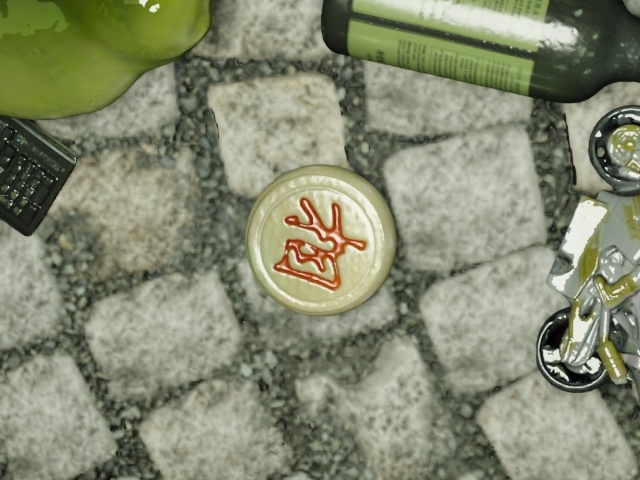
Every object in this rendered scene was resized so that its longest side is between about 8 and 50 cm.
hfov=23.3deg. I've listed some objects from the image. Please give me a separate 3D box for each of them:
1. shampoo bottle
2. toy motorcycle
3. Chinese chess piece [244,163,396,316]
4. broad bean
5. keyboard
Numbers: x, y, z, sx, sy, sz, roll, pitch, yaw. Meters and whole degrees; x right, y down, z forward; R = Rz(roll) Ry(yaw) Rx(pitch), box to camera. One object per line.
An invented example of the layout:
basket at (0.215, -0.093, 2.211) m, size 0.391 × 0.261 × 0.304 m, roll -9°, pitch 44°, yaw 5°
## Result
shampoo bottle at (0.147, -0.160, 1.161) m, size 0.283 × 0.101 × 0.101 m, roll 14°, pitch 99°, yaw 11°
toy motorcycle at (0.254, 0.018, 1.171) m, size 0.152 × 0.073 × 0.225 m, roll 16°, pitch 92°, yaw 17°
Chinese chess piece at (0.000, 0.000, 1.237) m, size 0.122 × 0.051 × 0.122 m, roll 1°, pitch 96°, yaw 12°
broad bean at (-0.217, -0.212, 1.225) m, size 0.291 × 0.119 × 0.238 m, roll 14°, pitch 99°, yaw 11°
keyboard at (-0.313, -0.102, 1.308) m, size 0.230 × 0.025 × 0.094 m, roll 35°, pitch 105°, yaw 6°
